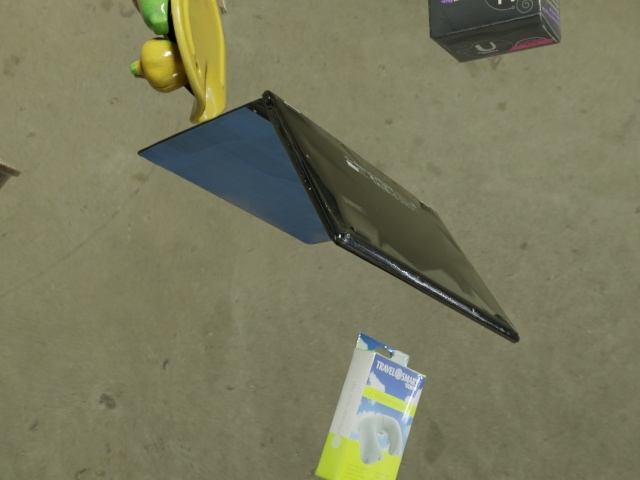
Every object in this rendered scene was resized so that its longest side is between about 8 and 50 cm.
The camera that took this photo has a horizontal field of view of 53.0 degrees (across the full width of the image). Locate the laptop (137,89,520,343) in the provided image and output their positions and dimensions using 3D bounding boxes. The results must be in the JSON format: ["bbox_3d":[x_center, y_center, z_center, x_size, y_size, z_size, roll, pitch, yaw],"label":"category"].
[{"bbox_3d":[0.000,0.000,0.881,0.382,0.236,0.408,28,26,-42],"label":"laptop"}]

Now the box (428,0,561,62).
[{"bbox_3d":[0.258,-0.428,0.960,0.143,0.165,0.270,5,83,-59],"label":"box"}]

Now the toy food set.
[{"bbox_3d":[-0.139,-0.204,0.604,0.071,0.128,0.218,-10,53,6],"label":"toy food set"}]

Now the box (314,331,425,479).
[{"bbox_3d":[0.067,0.215,0.794,0.109,0.042,0.178,31,71,-38],"label":"box"}]

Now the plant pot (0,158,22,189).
[{"bbox_3d":[-0.309,-0.016,0.402,0.167,0.167,0.165,29,85,-7],"label":"plant pot"}]
